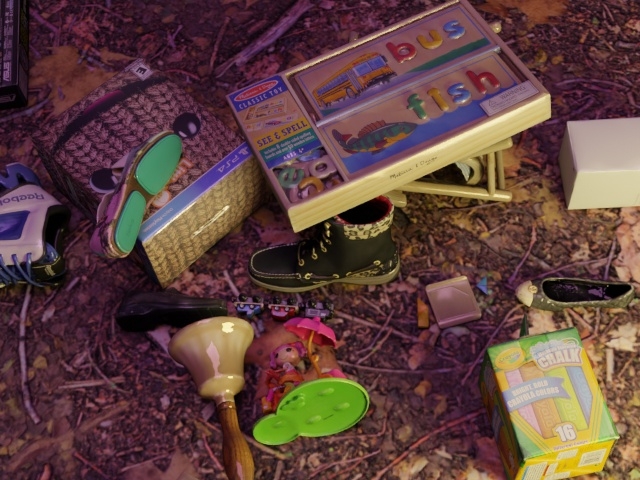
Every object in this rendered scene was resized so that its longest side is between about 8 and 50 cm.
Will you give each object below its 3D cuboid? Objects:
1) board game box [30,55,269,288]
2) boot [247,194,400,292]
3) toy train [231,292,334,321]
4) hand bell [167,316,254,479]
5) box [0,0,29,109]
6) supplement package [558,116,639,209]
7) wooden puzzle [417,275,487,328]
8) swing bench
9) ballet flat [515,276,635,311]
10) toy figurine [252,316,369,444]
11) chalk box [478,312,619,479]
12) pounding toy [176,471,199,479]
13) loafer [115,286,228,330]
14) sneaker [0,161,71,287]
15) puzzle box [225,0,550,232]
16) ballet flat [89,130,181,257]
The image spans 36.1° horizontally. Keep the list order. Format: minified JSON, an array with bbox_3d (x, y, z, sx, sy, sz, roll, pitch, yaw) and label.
[{"bbox_3d":[-0.269,-0.113,1.565,0.232,0.141,0.291,-42,64,-19],"label":"board game box"},{"bbox_3d":[0.001,-0.002,1.452,0.237,0.178,0.085,-2,58,3],"label":"boot"},{"bbox_3d":[-0.058,0.104,1.484,0.158,0.027,0.036,4,70,7],"label":"toy train"},{"bbox_3d":[-0.125,0.237,1.341,0.126,0.126,0.242,-16,56,-5],"label":"hand bell"},{"bbox_3d":[-0.646,-0.348,1.787,0.216,0.060,0.270,-10,58,-1],"label":"box"},{"bbox_3d":[0.473,-0.121,1.531,0.179,0.105,0.105,-3,59,2],"label":"supplement package"},{"bbox_3d":[0.198,0.093,1.477,0.116,0.014,0.078,-9,63,-1],"label":"wooden puzzle"},{"bbox_3d":[0.171,-0.199,1.574,0.255,0.165,0.253,-3,59,9],"label":"swing bench"},{"bbox_3d":[0.376,0.073,1.453,0.173,0.049,0.057,-1,58,4],"label":"ballet flat"},{"bbox_3d":[-0.028,0.187,1.401,0.173,0.130,0.159,-29,43,15],"label":"toy figurine"},{"bbox_3d":[0.295,0.206,1.331,0.132,0.132,0.213,-13,58,-3],"label":"chalk box"},{"bbox_3d":[-0.141,0.384,1.290,0.130,0.100,0.141,21,59,32],"label":"pounding toy"},{"bbox_3d":[-0.223,0.095,1.483,0.170,0.062,0.061,-1,54,3],"label":"loafer"},{"bbox_3d":[-0.500,0.028,1.506,0.182,0.127,0.315,29,64,22],"label":"sneaker"},{"bbox_3d":[0.092,-0.198,1.441,0.409,0.052,0.272,-25,50,-6],"label":"puzzle box"},{"bbox_3d":[-0.277,-0.072,1.421,0.079,0.077,0.221,3,58,29],"label":"ballet flat"}]
